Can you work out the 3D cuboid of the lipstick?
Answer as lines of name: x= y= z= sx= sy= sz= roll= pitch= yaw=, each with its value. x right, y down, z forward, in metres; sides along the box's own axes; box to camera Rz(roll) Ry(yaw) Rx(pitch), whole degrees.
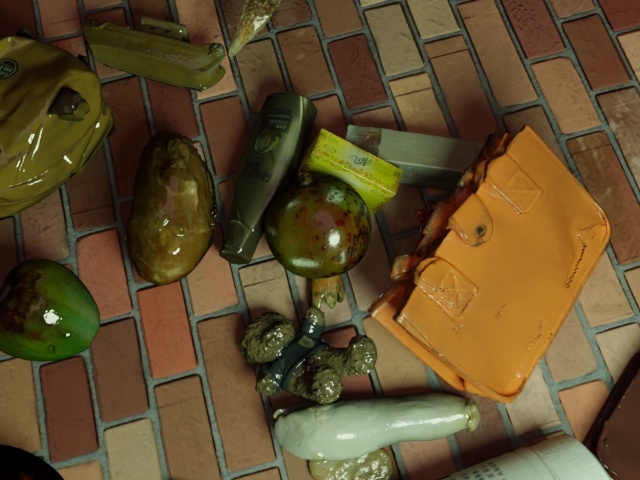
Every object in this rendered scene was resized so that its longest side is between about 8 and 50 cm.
lipstick: x=0.231 y=-0.152 z=1.272 sx=0.372 sy=0.076 sz=0.079 roll=9 pitch=63 yaw=6

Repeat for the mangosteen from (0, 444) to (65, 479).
mangosteen: x=-0.529 y=0.464 z=0.980 sx=0.314 sy=0.297 sz=0.296 roll=-11 pitch=71 yaw=-5

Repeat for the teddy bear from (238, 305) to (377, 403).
teddy bear: x=-0.032 y=0.213 z=1.136 sx=0.251 sy=0.129 sz=0.182 roll=23 pitch=46 yaw=35

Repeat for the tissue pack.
tissue pack: x=0.054 y=-0.127 z=1.231 sx=0.176 sy=0.095 sz=0.062 roll=26 pitch=62 yaw=-11

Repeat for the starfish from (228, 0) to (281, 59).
starfish: x=-0.116 y=-0.560 z=1.382 sx=0.384 sy=0.132 sz=0.398 roll=21 pitch=57 yaw=15

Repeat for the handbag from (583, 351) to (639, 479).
handbag: x=0.616 y=0.343 z=1.091 sx=0.276 sy=0.084 sz=0.260 roll=36 pitch=73 yaw=13

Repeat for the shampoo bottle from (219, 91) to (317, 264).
shampoo bottle: x=-0.109 y=-0.122 z=1.268 sx=0.126 sy=0.084 sz=0.350 roll=7 pitch=70 yaw=35

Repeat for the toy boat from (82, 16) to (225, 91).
toy boat: x=-0.352 y=-0.412 z=1.382 sx=0.321 sy=0.089 sz=0.121 roll=16 pitch=64 yaw=7

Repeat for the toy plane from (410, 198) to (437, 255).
toy plane: x=0.184 y=0.032 z=1.175 sx=0.077 sy=0.194 sz=0.126 roll=-9 pitch=44 yaw=-23

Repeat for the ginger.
ginger: x=-0.273 y=-0.075 z=1.225 sx=0.165 sy=0.172 sz=0.321 roll=16 pitch=63 yaw=-34

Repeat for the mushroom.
mushroom: x=0.099 y=0.307 z=1.100 sx=0.352 sy=0.109 sz=0.097 roll=-7 pitch=87 yaw=-7

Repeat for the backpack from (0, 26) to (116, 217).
backpack: x=-0.601 y=-0.226 z=1.269 sx=0.354 sy=0.201 sz=0.378 roll=20 pitch=70 yaw=13

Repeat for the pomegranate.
pomegranate: x=-0.012 y=0.004 z=1.180 sx=0.198 sy=0.198 sz=0.245 roll=22 pitch=101 yaw=9

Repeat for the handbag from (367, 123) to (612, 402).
handbag: x=0.305 y=0.043 z=1.116 sx=0.303 sy=0.116 sz=0.410 roll=41 pitch=75 yaw=-20

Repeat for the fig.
fig: x=-0.489 y=0.129 z=1.162 sx=0.191 sy=0.181 sz=0.181 roll=34 pitch=74 yaw=-12

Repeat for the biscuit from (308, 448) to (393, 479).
biscuit: x=0.052 y=0.388 z=1.126 sx=0.147 sy=0.018 sz=0.071 roll=4 pitch=72 yaw=2

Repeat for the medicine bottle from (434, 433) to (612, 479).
medicine bottle: x=0.281 y=0.440 z=1.008 sx=0.332 sy=0.190 sz=0.189 roll=-19 pitch=71 yaw=-4
